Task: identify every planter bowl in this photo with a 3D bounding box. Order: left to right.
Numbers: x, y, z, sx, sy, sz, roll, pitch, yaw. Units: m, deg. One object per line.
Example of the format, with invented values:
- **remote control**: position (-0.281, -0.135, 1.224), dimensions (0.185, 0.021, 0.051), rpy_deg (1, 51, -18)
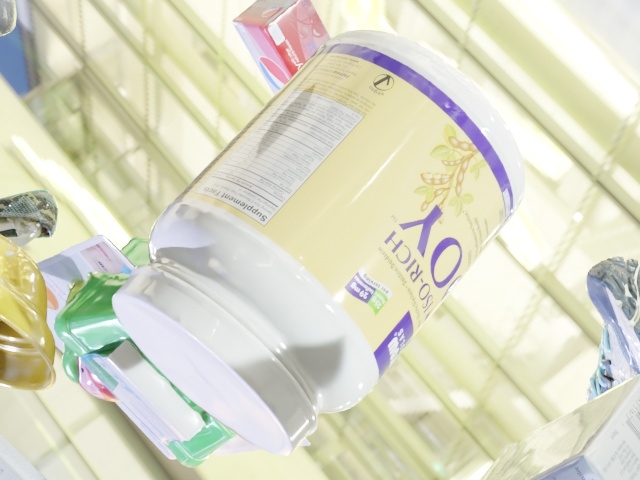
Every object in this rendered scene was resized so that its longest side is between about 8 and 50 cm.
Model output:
- **planter bowl**: position (-0.324, 0.046, 1.177), dimensions (0.217, 0.217, 0.090), rpy_deg (98, -165, -62)

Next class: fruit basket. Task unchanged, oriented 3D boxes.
- **fruit basket**: position (-0.212, 0.145, 1.458), dimensions (0.353, 0.327, 0.165), rpy_deg (-21, 25, 51)

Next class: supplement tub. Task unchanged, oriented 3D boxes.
- **supplement tub**: position (0.000, 0.000, 1.132), dimensions (0.331, 0.241, 0.241), rpy_deg (-49, -16, -20)

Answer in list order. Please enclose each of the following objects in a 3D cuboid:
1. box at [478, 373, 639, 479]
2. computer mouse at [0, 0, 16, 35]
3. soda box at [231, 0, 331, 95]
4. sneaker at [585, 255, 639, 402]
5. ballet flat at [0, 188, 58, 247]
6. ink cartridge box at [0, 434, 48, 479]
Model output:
- **box**: position (0.168, 0.171, 0.855), dimensions (0.137, 0.072, 0.126), rpy_deg (-37, -3, 37)
- **computer mouse**: position (-0.421, -0.292, 1.265), dimensions (0.272, 0.188, 0.072), rpy_deg (23, -61, -26)
- **soda box**: position (-0.014, -0.219, 1.761), dimensions (0.083, 0.092, 0.263), rpy_deg (-43, -57, -19)
- **sneaker**: position (0.309, 0.141, 1.251), dimensions (0.122, 0.283, 0.110), rpy_deg (-15, 30, 32)
- **ballet flat**: position (-0.383, -0.011, 1.403), dimensions (0.188, 0.070, 0.070), rpy_deg (-13, -26, -10)
- **ink cartridge box**: position (-0.311, 0.334, 1.211), dimensions (0.223, 0.224, 0.045), rpy_deg (-55, -26, 6)
